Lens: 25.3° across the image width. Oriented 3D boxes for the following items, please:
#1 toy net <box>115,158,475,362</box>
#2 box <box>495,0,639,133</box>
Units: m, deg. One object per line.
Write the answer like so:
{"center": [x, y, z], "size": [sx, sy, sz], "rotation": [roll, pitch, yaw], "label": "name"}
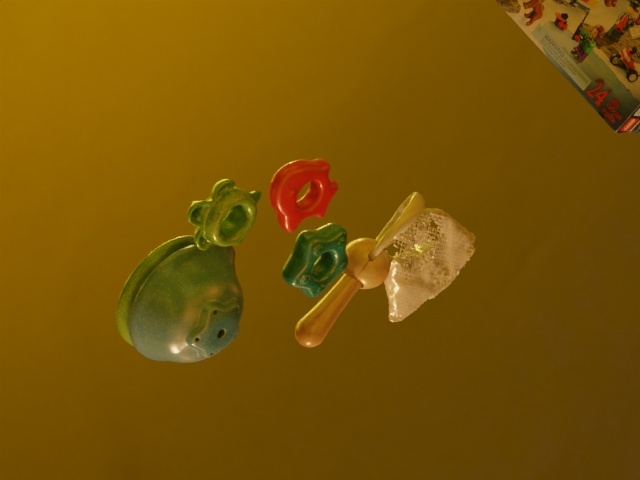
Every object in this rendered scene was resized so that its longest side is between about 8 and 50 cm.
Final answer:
{"center": [0.000, 0.000, 0.769], "size": [0.045, 0.232, 0.122], "rotation": [35, -59, 35], "label": "toy net"}
{"center": [0.243, -0.230, 1.238], "size": [0.233, 0.044, 0.159], "rotation": [52, -58, 24], "label": "box"}
